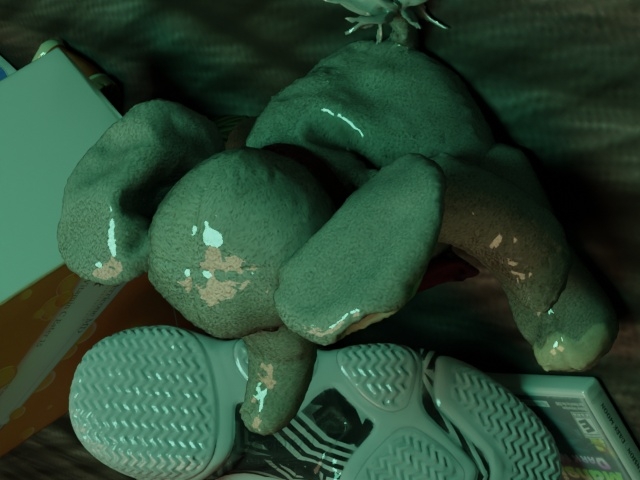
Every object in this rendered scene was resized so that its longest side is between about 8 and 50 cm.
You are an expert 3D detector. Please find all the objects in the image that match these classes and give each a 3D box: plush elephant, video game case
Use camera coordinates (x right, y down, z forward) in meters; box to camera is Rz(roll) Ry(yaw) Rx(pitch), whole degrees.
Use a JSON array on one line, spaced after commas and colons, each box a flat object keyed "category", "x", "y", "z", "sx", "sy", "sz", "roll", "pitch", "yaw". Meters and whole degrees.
[{"category": "plush elephant", "x": 0.000, "y": 0.000, "z": 0.960, "sx": 0.272, "sy": 0.255, "sz": 0.330, "roll": 21, "pitch": 141, "yaw": 39}, {"category": "video game case", "x": 0.181, "y": 0.175, "z": 1.176, "sx": 0.190, "sy": 0.022, "sz": 0.173, "roll": -5, "pitch": 123, "yaw": 55}]

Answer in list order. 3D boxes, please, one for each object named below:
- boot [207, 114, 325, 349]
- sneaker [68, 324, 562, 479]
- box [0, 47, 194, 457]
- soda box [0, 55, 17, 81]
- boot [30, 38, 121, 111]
[{"category": "boot", "x": -0.053, "y": 0.028, "z": 1.250, "sx": 0.236, "sy": 0.089, "sz": 0.269, "roll": 20, "pitch": 142, "yaw": 61}, {"category": "sneaker", "x": -0.004, "y": 0.159, "z": 1.183, "sx": 0.366, "sy": 0.137, "sz": 0.210, "roll": 10, "pitch": 164, "yaw": 2}, {"category": "box", "x": -0.280, "y": 0.050, "z": 1.151, "sx": 0.168, "sy": 0.345, "sz": 0.215, "roll": 48, "pitch": 162, "yaw": 24}, {"category": "soda box", "x": -0.345, "y": -0.153, "z": 1.424, "sx": 0.216, "sy": 0.074, "sz": 0.069, "roll": 42, "pitch": 151, "yaw": 11}, {"category": "boot", "x": -0.224, "y": -0.108, "z": 1.343, "sx": 0.085, "sy": 0.059, "sz": 0.158, "roll": 41, "pitch": 142, "yaw": 18}]
